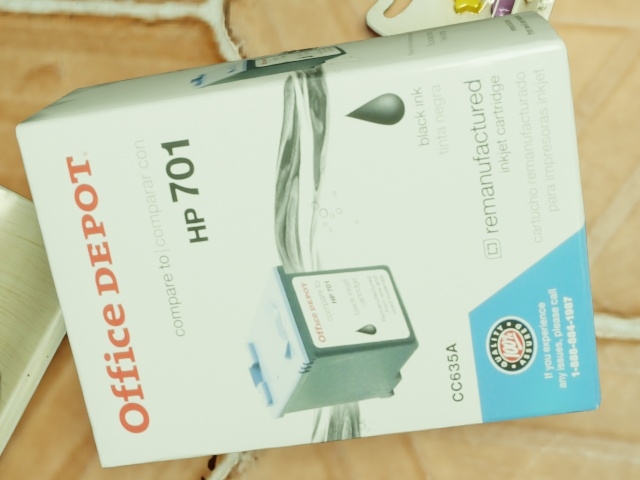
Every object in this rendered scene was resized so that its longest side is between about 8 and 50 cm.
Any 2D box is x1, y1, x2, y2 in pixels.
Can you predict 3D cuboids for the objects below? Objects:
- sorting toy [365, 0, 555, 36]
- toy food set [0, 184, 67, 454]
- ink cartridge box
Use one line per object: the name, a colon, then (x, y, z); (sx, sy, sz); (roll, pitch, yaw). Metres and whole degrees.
sorting toy: (0.060, -0.108, 0.452); (0.075, 0.045, 0.083); (19, 88, 18)
toy food set: (-0.272, 0.031, 0.408); (0.306, 0.092, 0.219); (28, 89, -21)
ink cartridge box: (0.000, 0.000, 0.404); (0.191, 0.082, 0.139); (-9, 107, 5)
